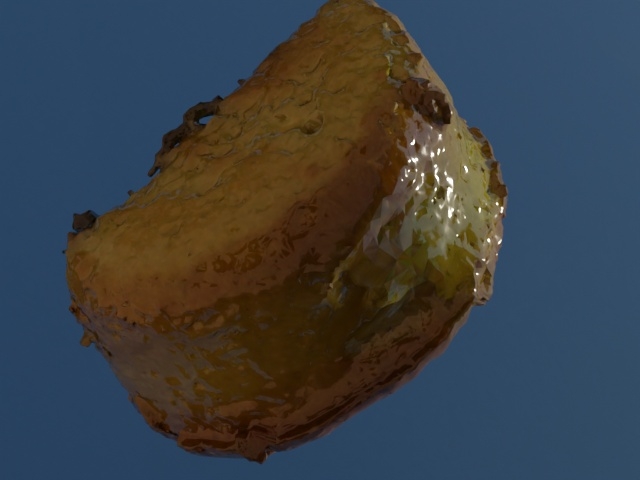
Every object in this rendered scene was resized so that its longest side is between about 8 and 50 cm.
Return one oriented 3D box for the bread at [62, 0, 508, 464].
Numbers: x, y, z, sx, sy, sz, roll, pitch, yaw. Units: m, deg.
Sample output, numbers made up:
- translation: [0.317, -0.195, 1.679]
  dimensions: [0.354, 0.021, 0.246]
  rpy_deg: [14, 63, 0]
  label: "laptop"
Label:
- translation: [0.004, -0.001, 0.850]
  dimensions: [0.260, 0.160, 0.147]
  rpy_deg: [-42, -145, -19]
  label: "bread"
